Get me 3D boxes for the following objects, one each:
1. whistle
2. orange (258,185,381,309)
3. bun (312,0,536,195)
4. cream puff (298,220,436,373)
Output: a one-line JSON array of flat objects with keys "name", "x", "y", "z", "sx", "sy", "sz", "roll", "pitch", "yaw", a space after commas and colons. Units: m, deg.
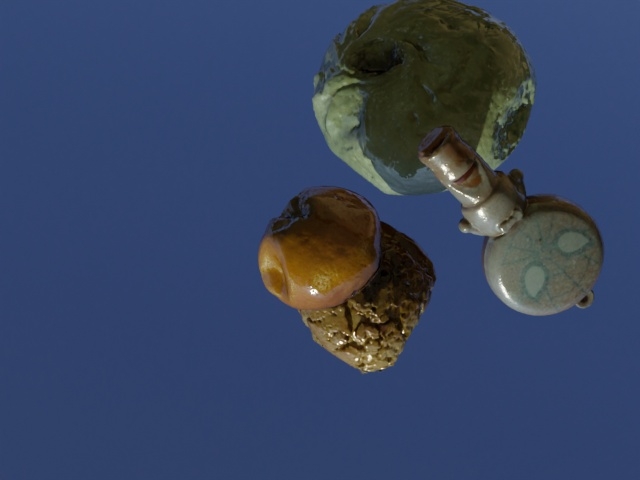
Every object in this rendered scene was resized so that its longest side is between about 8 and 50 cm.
[{"name": "whistle", "x": 0.164, "y": -0.015, "z": 1.126, "sx": 0.107, "sy": 0.220, "sz": 0.057, "roll": -45, "pitch": -157, "yaw": 5}, {"name": "orange", "x": 0.000, "y": 0.000, "z": 0.813, "sx": 0.086, "sy": 0.062, "sz": 0.086, "roll": -16, "pitch": -140, "yaw": 14}, {"name": "bun", "x": 0.095, "y": -0.147, "z": 1.234, "sx": 0.221, "sy": 0.108, "sz": 0.221, "roll": -9, "pitch": -129, "yaw": 12}, {"name": "cream puff", "x": 0.038, "y": 0.046, "z": 1.128, "sx": 0.119, "sy": 0.104, "sz": 0.133, "roll": 14, "pitch": -115, "yaw": -26}]
